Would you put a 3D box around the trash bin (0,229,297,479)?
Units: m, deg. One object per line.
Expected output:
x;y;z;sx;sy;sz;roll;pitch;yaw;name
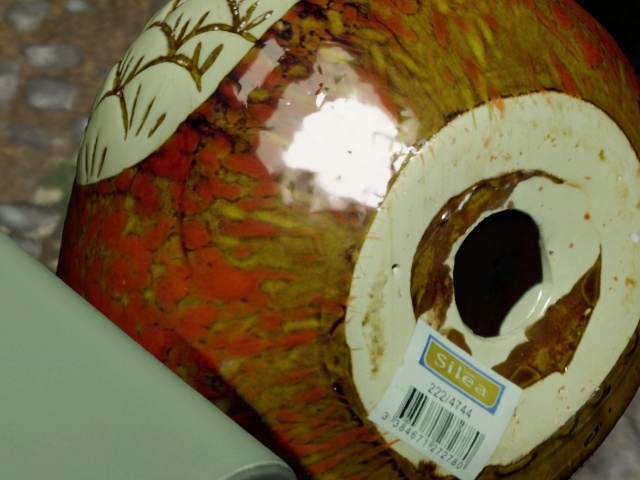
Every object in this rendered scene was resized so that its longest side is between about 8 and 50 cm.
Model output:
-0.203;0.072;0.610;0.223;0.158;0.343;-27;48;-33;trash bin

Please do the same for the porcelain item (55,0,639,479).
0.000;0.000;0.713;0.253;0.253;0.253;4;55;-5;porcelain item
